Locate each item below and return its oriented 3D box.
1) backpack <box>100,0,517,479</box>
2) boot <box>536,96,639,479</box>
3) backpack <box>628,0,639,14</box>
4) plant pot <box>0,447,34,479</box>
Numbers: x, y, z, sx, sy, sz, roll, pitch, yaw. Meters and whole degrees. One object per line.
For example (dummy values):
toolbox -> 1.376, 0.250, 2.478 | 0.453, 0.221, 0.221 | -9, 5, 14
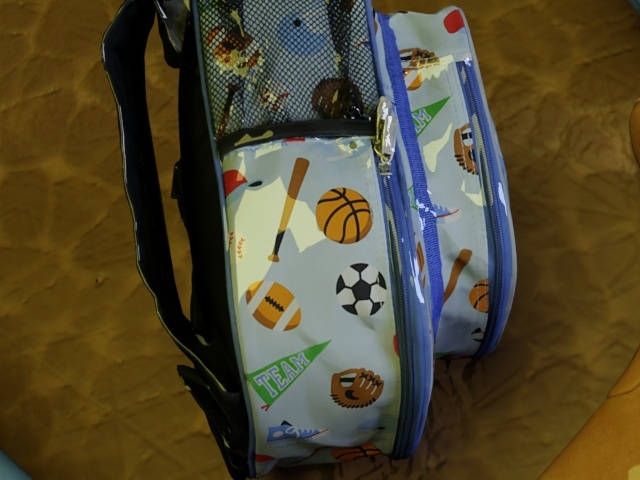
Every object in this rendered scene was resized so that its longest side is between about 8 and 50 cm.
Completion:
backpack -> 0.000, 0.000, 0.908 | 0.213, 0.276, 0.263 | -3, 67, 3
boot -> 0.196, 0.072, 0.878 | 0.211, 0.104, 0.295 | -35, 63, -1
backpack -> 0.330, -0.243, 0.926 | 0.355, 0.273, 0.290 | -11, 68, 27
plant pot -> -0.268, 0.216, 0.854 | 0.334, 0.341, 0.341 | 32, 78, 20
